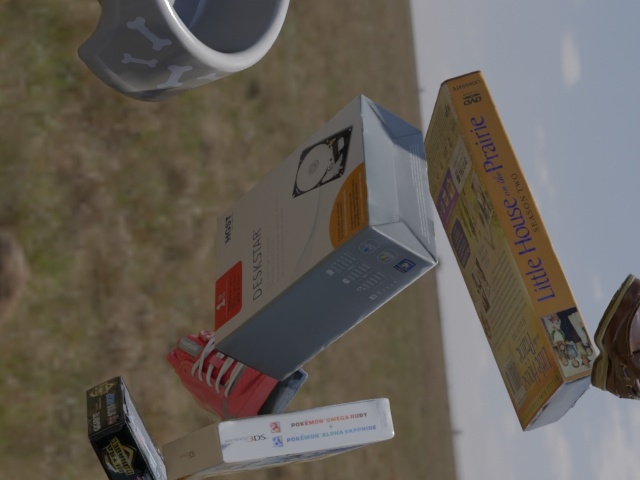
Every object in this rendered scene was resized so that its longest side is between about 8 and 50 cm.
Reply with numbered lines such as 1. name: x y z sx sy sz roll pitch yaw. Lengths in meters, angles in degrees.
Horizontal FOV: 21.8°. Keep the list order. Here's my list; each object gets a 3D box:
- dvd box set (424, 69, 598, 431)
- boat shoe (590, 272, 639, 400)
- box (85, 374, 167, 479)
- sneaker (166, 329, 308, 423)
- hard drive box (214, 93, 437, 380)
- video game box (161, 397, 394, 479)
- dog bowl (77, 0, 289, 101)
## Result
1. dvd box set: 0.242 0.023 2.195 0.307 0.062 0.420 96 -25 -71
2. boat shoe: 0.284 0.090 1.495 0.064 0.060 0.178 -53 157 -23
3. box: -0.207 0.285 1.954 0.175 0.051 0.220 -122 -173 -74
4. sneaker: -0.123 0.175 2.088 0.116 0.136 0.314 -54 -167 -15
5. hard drive box: 0.000 0.000 1.639 0.089 0.232 0.181 28 39 -29
6. video game box: -0.048 0.208 1.723 0.205 0.187 0.048 146 -62 -66
7. dog bowl: -0.137 -0.309 1.581 0.349 0.102 0.349 10 78 -62
